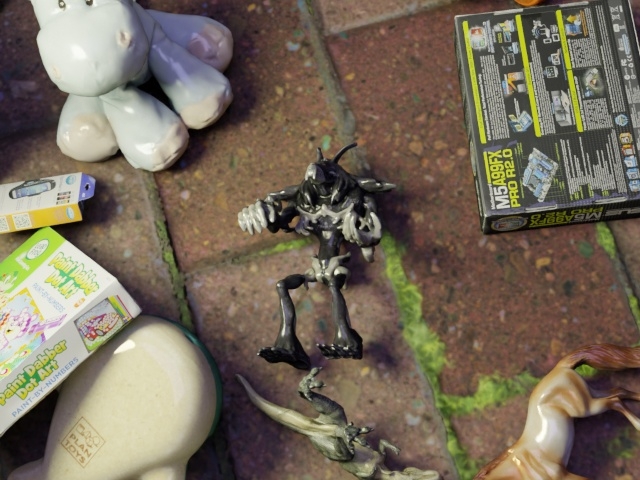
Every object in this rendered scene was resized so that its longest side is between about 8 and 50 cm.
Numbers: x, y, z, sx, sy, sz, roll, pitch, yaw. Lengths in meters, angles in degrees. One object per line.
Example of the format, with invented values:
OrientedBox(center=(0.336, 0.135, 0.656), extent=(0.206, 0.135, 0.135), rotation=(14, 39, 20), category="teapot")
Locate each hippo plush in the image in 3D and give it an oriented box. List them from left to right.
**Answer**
OrientedBox(center=(-0.227, -0.248, 1.640), extent=(0.234, 0.236, 0.294), rotation=(-10, 69, 0), category="hippo plush")

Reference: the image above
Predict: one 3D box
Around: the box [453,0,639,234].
OrientedBox(center=(0.282, -0.152, 1.670), extent=(0.216, 0.060, 0.270), rotation=(-7, 69, 1), category="box")

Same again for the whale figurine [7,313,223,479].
OrientedBox(center=(-0.221, 0.206, 1.543), extent=(0.216, 0.141, 0.272), rotation=(42, 101, 14), category="whale figurine")

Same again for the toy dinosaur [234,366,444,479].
OrientedBox(center=(0.012, 0.203, 1.519), extent=(0.268, 0.118, 0.064), rotation=(31, 64, 13), category="toy dinosaur")

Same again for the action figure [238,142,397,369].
OrientedBox(center=(0.000, 0.000, 1.588), extent=(0.164, 0.141, 0.275), rotation=(-3, 70, 15), category="action figure")

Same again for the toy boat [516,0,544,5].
OrientedBox(center=(0.236, -0.359, 1.725), extent=(0.231, 0.151, 0.151), rotation=(-30, 100, -8), category="toy boat")

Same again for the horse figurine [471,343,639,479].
OrientedBox(center=(0.276, 0.217, 1.528), extent=(0.174, 0.066, 0.263), rotation=(23, 74, 5), category="horse figurine")

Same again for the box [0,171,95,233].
OrientedBox(center=(-0.334, -0.045, 1.660), extent=(0.136, 0.028, 0.081), rotation=(-7, 31, -1), category="box")

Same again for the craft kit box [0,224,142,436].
OrientedBox(center=(-0.342, 0.107, 1.531), extent=(0.247, 0.061, 0.250), rotation=(-40, 29, -14), category="craft kit box")
